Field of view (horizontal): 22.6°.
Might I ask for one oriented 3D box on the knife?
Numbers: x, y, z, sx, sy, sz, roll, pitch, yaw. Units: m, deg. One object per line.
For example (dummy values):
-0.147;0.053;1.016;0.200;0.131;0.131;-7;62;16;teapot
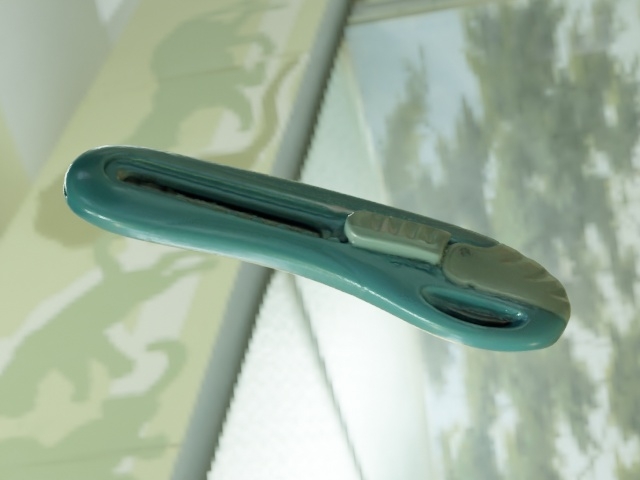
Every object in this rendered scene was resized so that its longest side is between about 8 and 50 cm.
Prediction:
0.000;0.000;0.679;0.064;0.222;0.031;-76;3;-46;knife
